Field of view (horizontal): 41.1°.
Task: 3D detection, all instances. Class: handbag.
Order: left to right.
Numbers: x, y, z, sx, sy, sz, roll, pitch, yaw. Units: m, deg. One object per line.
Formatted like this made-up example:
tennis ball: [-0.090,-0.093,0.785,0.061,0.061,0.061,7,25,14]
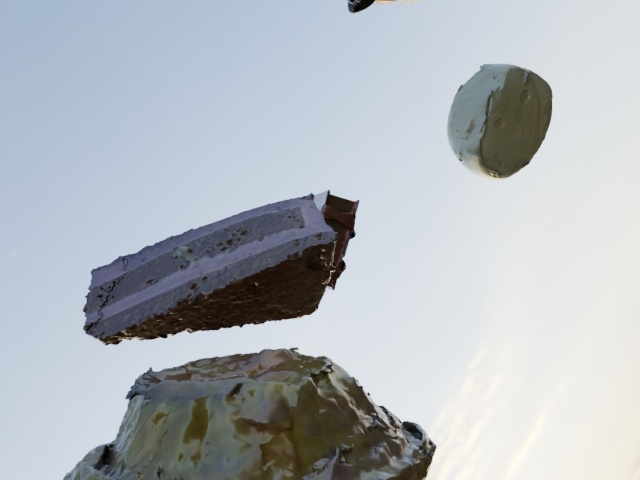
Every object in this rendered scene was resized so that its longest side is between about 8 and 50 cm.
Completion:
handbag: [0.000,0.000,1.186,0.190,0.063,0.127,-176,102,-81]

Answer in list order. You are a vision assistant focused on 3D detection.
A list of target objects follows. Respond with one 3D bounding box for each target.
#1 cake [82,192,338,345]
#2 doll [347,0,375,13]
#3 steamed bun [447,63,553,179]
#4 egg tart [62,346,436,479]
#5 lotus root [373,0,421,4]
cake: [-0.121,0.046,0.966,0.295,0.116,0.113,-15,-46,-1]
doll: [-0.010,-0.294,0.831,0.070,0.096,0.195,-32,-33,24]
steamed bun: [0.202,-0.136,0.982,0.112,0.091,0.130,15,-84,-30]
egg tart: [-0.071,0.181,0.788,0.352,0.352,0.150,-7,-92,-57]
lotus root: [0.123,-0.411,1.276,0.258,0.097,0.110,-13,-87,-26]
